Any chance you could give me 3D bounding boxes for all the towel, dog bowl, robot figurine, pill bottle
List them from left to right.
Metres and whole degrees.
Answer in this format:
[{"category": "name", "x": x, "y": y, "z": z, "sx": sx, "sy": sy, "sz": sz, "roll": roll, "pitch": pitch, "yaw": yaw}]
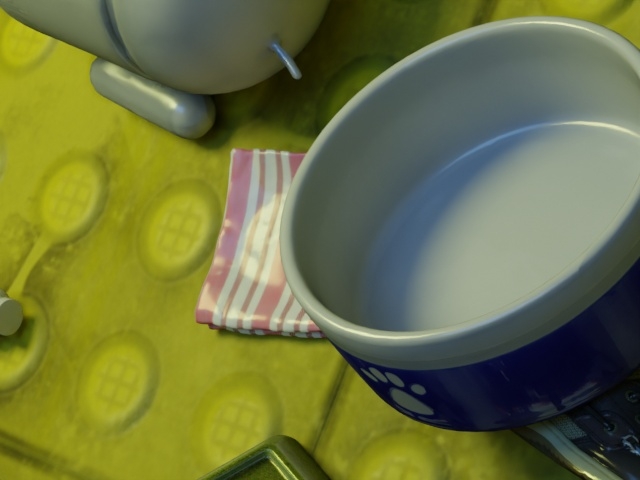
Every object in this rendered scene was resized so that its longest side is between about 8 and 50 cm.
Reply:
[{"category": "pill bottle", "x": -0.282, "y": 0.056, "z": 1.586, "sx": 0.083, "sy": 0.043, "sz": 0.043, "roll": 12, "pitch": 79, "yaw": 39}, {"category": "robot figurine", "x": -0.128, "y": -0.230, "z": 1.489, "sx": 0.353, "sy": 0.200, "sz": 0.300, "roll": 24, "pitch": 127, "yaw": 40}, {"category": "towel", "x": 0.000, "y": 0.000, "z": 1.411, "sx": 0.197, "sy": 0.029, "sz": 0.144, "roll": 2, "pitch": 73, "yaw": 37}, {"category": "dog bowl", "x": 0.112, "y": -0.013, "z": 1.234, "sx": 0.265, "sy": 0.104, "sz": 0.265, "roll": -20, "pitch": 42, "yaw": 20}]

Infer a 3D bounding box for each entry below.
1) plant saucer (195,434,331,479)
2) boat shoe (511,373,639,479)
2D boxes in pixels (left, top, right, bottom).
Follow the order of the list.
[{"category": "plant saucer", "x": -0.051, "y": 0.217, "z": 1.284, "sx": 0.188, "sy": 0.045, "sz": 0.188, "roll": -29, "pitch": 48, "yaw": -19}, {"category": "boat shoe", "x": 0.183, "y": 0.115, "z": 1.197, "sx": 0.223, "sy": 0.080, "sz": 0.073, "roll": 30, "pitch": 96, "yaw": 45}]
